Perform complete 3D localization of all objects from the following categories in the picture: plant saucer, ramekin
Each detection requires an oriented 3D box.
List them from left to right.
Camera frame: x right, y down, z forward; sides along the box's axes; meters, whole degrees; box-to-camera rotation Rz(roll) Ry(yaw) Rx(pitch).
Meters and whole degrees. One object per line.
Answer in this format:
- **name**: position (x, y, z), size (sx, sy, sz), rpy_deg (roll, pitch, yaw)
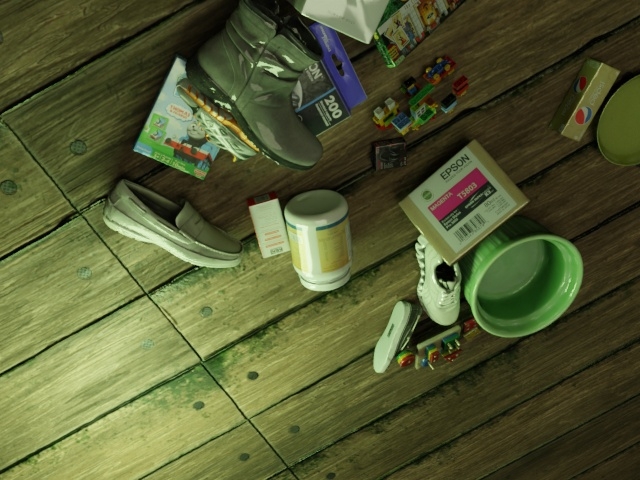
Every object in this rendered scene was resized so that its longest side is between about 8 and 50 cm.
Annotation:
- **ramekin**: position (0.502, 0.085, 1.640), size (0.303, 0.148, 0.304), rpy_deg (-7, 120, -12)
- **plant saucer**: position (0.781, -0.303, 1.565), size (0.240, 0.037, 0.241), rpy_deg (-7, 121, -12)

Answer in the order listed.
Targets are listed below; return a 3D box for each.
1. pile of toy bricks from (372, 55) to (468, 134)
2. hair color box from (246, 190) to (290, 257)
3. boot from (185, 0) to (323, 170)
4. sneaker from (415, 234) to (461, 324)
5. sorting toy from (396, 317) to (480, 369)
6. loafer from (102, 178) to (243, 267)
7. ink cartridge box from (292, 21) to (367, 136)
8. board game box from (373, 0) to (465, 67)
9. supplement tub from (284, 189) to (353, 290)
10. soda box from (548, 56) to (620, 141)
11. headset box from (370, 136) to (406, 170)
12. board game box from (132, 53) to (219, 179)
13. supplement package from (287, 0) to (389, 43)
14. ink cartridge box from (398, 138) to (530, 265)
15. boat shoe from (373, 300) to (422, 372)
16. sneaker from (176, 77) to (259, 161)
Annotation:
- **pile of toy bricks**: position (0.228, -0.292, 1.390), size (0.212, 0.118, 0.105), rpy_deg (-40, 154, -2)
- **hair color box**: position (-0.118, -0.035, 1.461), size (0.071, 0.043, 0.141), rpy_deg (-16, 121, -6)
- **boot**: position (-0.069, -0.287, 1.195), size (0.338, 0.118, 0.222), rpy_deg (36, 130, -28)
- **sneaker**: position (0.312, 0.116, 1.625), size (0.110, 0.118, 0.292), rpy_deg (-20, 123, -6)
- **sorting toy**: position (0.338, 0.304, 1.742), size (0.274, 0.046, 0.132), rpy_deg (-24, 145, -12)
- **loafer**: position (-0.304, -0.033, 1.371), size (0.319, 0.112, 0.111), rpy_deg (22, 119, -25)
- **ink cartridge box**: position (-0.024, -0.324, 1.324), size (0.208, 0.045, 0.206), rpy_deg (-31, 122, 2)
- **board game box**: position (0.196, -0.476, 1.252), size (0.260, 0.030, 0.136), rpy_deg (-46, 122, -16)
- **supplement tub**: position (0.000, 0.000, 1.454), size (0.144, 0.144, 0.200), rpy_deg (-13, 121, -8)
- **soda box**: position (0.618, -0.331, 1.491), size (0.061, 0.058, 0.181), rpy_deg (15, 114, -22)
- **headset box**: position (0.153, -0.197, 1.452), size (0.083, 0.032, 0.062), rpy_deg (-11, 121, -11)
- **board game box**: position (-0.267, -0.249, 1.301), size (0.160, 0.039, 0.212), rpy_deg (22, 110, -25)
- **supplement package**: position (0.023, -0.467, 1.138), size (0.138, 0.244, 0.134), rpy_deg (16, 114, -24)
- **ink cartridge box**: position (0.330, -0.085, 1.471), size (0.234, 0.088, 0.193), rpy_deg (-41, 79, 9)
- **boat shoe**: position (0.209, 0.266, 1.703), size (0.070, 0.078, 0.220), rpy_deg (14, 112, -21)
- **sneaker**: position (-0.206, -0.234, 1.261), size (0.083, 0.084, 0.215), rpy_deg (-34, 118, 30)
